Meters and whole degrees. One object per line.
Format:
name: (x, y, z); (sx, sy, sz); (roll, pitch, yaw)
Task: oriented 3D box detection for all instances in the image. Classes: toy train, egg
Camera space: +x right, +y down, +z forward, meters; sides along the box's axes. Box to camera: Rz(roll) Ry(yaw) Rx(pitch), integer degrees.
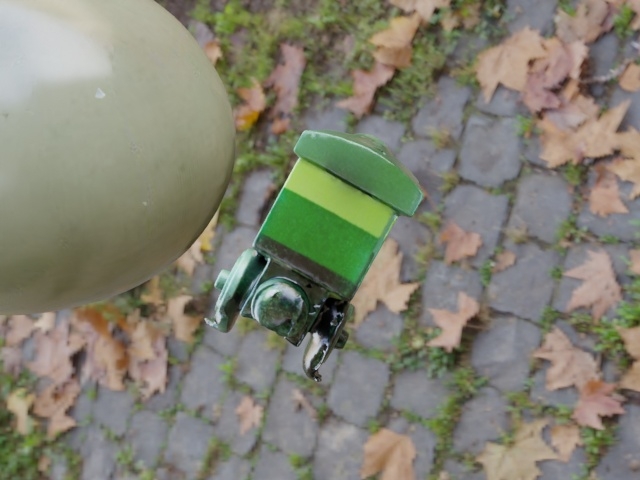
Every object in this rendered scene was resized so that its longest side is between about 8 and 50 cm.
toy train: (0.000, 0.000, 1.007); (0.120, 0.301, 0.202); (29, 97, 1)
egg: (-0.185, -0.063, 0.700); (0.269, 0.219, 0.219); (9, 88, 7)
